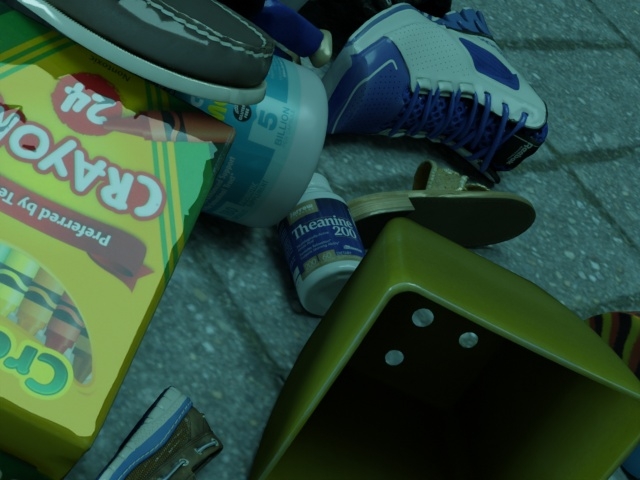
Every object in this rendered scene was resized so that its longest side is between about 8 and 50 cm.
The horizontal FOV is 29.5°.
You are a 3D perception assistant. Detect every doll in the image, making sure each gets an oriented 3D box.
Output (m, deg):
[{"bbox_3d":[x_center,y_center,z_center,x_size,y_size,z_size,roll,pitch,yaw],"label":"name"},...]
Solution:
[{"bbox_3d":[-0.080,-0.193,1.040,0.189,0.129,0.046,29,43,-41],"label":"doll"}]

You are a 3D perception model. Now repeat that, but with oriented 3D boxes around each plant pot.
[{"bbox_3d":[0.084,0.105,0.905,0.212,0.212,0.187,26,24,-15],"label":"plant pot"}]

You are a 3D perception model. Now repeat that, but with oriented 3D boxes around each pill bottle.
[{"bbox_3d":[0.000,0.000,1.050,0.067,0.067,0.120,10,44,-33],"label":"pill bottle"},{"bbox_3d":[-0.138,-0.112,0.993,0.264,0.146,0.146,17,40,-24],"label":"pill bottle"}]

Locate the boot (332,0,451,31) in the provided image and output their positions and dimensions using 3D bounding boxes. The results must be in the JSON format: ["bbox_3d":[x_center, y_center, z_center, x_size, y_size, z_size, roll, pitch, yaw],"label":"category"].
[{"bbox_3d":[0.071,-0.345,1.438,0.260,0.131,0.348,50,30,9],"label":"boot"}]

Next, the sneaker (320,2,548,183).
[{"bbox_3d":[0.143,-0.149,1.286,0.182,0.127,0.315,47,35,17],"label":"sneaker"}]

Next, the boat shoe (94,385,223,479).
[{"bbox_3d":[-0.111,0.164,0.777,0.066,0.066,0.183,37,36,-2],"label":"boat shoe"}]

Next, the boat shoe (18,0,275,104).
[{"bbox_3d":[-0.168,-0.206,0.856,0.324,0.096,0.116,30,19,1],"label":"boat shoe"}]

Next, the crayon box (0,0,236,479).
[{"bbox_3d":[-0.203,0.012,0.785,0.202,0.081,0.318,28,55,-12],"label":"crayon box"}]

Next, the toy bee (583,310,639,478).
[{"bbox_3d":[0.359,0.161,1.095,0.298,0.162,0.195,49,36,16],"label":"toy bee"}]

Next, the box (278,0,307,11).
[{"bbox_3d":[-0.186,-0.317,1.063,0.345,0.168,0.215,27,30,-41],"label":"box"}]

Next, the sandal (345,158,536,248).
[{"bbox_3d":[0.105,-0.046,1.172,0.240,0.088,0.079,-3,57,-35],"label":"sandal"}]
